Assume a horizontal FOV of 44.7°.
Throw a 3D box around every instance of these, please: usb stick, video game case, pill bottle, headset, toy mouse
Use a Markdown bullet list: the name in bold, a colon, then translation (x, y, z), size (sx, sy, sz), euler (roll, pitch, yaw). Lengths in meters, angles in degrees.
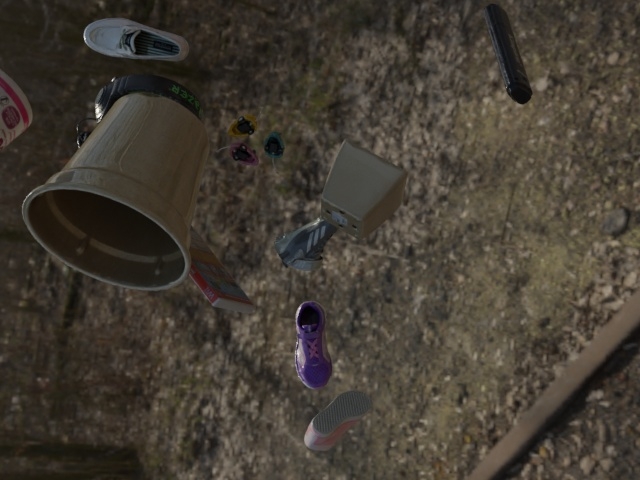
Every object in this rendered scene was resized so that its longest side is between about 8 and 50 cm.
- **usb stick**: translation (0.414, -0.418, 1.726), size (0.045, 0.077, 0.278), euler (-29, 49, 30)
- **video game case**: translation (-0.274, 0.047, 1.774), size (0.025, 0.204, 0.285), euler (-43, 70, 6)
- **pill bottle**: translation (-0.678, -0.187, 1.410), size (0.283, 0.160, 0.160), euler (-54, 8, -32)
- **headset**: translation (-0.492, -0.294, 2.020), size (0.394, 0.243, 0.185), euler (-10, 57, 32)
- **toy mouse**: translation (-0.121, -0.185, 1.510), size (0.161, 0.143, 0.031), euler (-24, 37, 33)

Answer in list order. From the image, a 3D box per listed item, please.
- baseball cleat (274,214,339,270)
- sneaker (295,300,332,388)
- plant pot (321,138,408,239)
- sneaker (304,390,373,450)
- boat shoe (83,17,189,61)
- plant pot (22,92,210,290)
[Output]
- **baseball cleat**: translation (0.000, 0.000, 1.682), size (0.206, 0.072, 0.109), euler (-24, 96, 29)
- **sneaker**: translation (-0.023, 0.258, 1.986), size (0.104, 0.095, 0.236), euler (87, 178, -70)
- **plant pot**: translation (0.057, -0.067, 1.169), size (0.096, 0.109, 0.109), euler (-56, -13, -20)
- **sneaker**: translation (0.025, 0.294, 1.261), size (0.051, 0.134, 0.070), euler (44, 132, 23)
- **boat shoe**: translation (-0.396, -0.430, 1.660), size (0.076, 0.226, 0.083), euler (-94, 9, -77)
- **plant pot**: translation (-0.372, -0.115, 1.568), size (0.334, 0.334, 0.305), euler (-46, 23, 53)
